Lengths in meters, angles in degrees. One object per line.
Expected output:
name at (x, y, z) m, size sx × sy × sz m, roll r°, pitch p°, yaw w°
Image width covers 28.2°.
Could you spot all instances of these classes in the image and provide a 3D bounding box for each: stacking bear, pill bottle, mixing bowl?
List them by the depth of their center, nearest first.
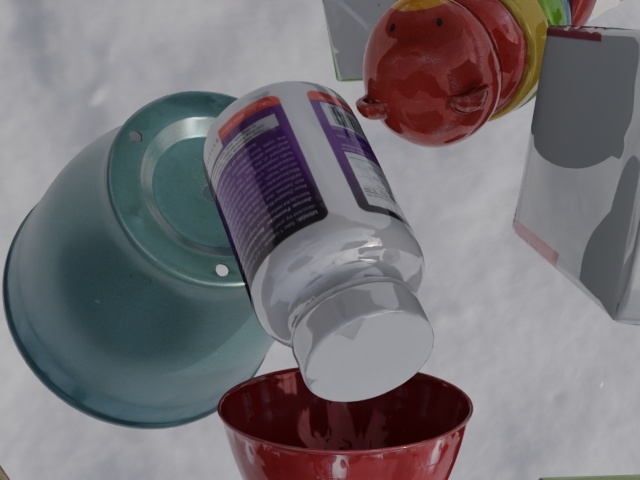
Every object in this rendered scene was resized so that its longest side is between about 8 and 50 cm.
pill bottle at (0.000, 0.000, 0.784) m, size 0.108 × 0.108 × 0.193 m, roll -38°, pitch 46°, yaw 17°
mixing bowl at (0.017, 0.162, 0.913) m, size 0.181 × 0.181 × 0.098 m, roll 4°, pitch 102°, yaw 16°
stacking bear at (0.123, -0.172, 1.068) m, size 0.175 × 0.289 × 0.164 m, roll 4°, pitch 118°, yaw 24°

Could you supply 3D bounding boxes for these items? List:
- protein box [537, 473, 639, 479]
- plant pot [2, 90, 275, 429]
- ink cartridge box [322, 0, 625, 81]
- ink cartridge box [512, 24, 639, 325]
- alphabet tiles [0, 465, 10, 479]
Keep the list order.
protein box at (0.344, 0.390, 1.467) m, size 0.200 × 0.136 × 0.201 m, roll -8°, pitch 104°, yaw 32°
plant pot at (-0.128, 0.002, 1.143) m, size 0.271 × 0.271 × 0.255 m, roll 51°, pitch 147°, yaw 6°
ink cartridge box at (0.187, -0.281, 1.398) m, size 0.207 × 0.353 × 0.119 m, roll 3°, pitch 113°, yaw 39°
ink cartridge box at (0.345, -0.030, 0.801) m, size 0.384 × 0.279 × 0.160 m, roll 8°, pitch 99°, yaw -5°
alphabet tiles at (-0.212, 0.182, 0.325) m, size 0.342 × 0.011 × 0.285 m, roll -38°, pitch 65°, yaw -11°
